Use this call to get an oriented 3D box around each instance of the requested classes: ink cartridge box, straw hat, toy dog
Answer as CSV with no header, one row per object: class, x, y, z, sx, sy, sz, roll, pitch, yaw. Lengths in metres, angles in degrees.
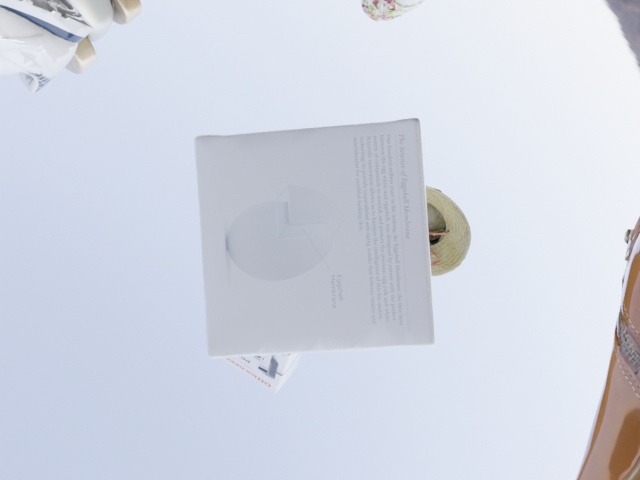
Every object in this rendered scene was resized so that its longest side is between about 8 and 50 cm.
ink cartridge box,-0.070,0.115,0.999,0.099,0.135,0.056,30,-127,10
straw hat,0.133,-0.030,1.024,0.144,0.144,0.061,43,-132,-6
toy dog,-0.411,-0.425,1.231,0.161,0.333,0.220,21,-140,32

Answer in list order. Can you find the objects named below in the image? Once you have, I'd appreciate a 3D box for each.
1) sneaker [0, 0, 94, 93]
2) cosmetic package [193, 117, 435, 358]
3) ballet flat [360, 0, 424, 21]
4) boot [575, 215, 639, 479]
sneaker,-0.295,-0.186,0.663,0.090,0.095,0.235,53,-162,27
cosmetic package,0.000,0.000,0.854,0.138,0.225,0.223,7,-100,-83
ballet flat,0.150,-0.371,1.064,0.091,0.241,0.077,39,-156,-28
boot,0.185,0.084,0.442,0.109,0.283,0.220,9,-160,14
